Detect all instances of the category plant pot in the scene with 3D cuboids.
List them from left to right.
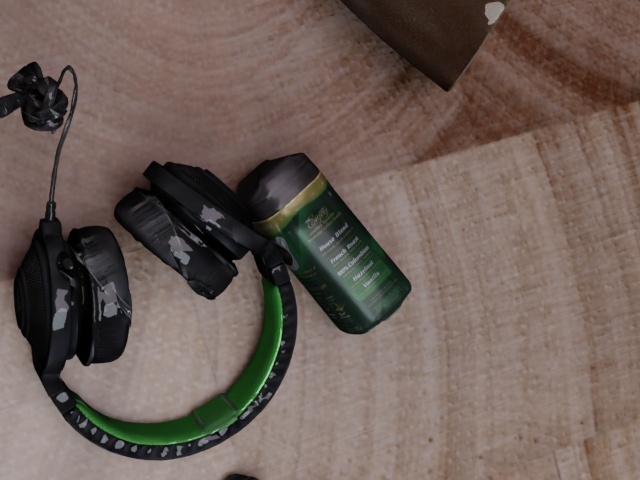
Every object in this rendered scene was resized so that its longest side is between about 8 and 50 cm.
[{"bbox_3d":[0.078,-0.293,1.264,0.230,0.215,0.215,31,80,-2],"label":"plant pot"}]

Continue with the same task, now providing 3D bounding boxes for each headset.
[{"bbox_3d":[-0.162,0.024,1.166,0.243,0.185,0.394,-31,113,-12],"label":"headset"}]

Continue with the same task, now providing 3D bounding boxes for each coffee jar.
[{"bbox_3d":[0.000,0.000,1.276,0.079,0.096,0.184,-43,103,-14],"label":"coffee jar"}]

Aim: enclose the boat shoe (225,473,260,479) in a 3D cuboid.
[{"bbox_3d":[-0.084,0.290,1.276,0.049,0.042,0.133,17,84,-44],"label":"boat shoe"}]
